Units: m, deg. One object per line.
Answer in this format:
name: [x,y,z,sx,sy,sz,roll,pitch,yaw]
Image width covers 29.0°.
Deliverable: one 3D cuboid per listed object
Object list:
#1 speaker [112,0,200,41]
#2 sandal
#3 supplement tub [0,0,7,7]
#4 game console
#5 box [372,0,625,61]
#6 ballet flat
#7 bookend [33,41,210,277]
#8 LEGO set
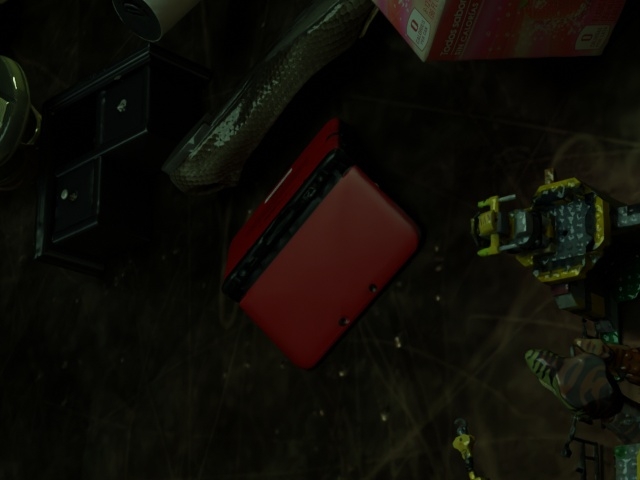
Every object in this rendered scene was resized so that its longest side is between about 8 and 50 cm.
speaker: [-0.113,-0.230,1.049,0.055,0.055,0.136,8,48,46]
sandal: [-0.309,-0.100,1.205,0.303,0.086,0.120,-9,62,70]
supplement tub: [-0.506,-0.278,1.377,0.331,0.241,0.241,-35,53,31]
game console: [0.000,0.000,0.927,0.144,0.085,0.124,-50,16,20]
box: [0.124,-0.271,0.726,0.154,0.142,0.300,58,143,41]
ballet flat: [-0.028,-0.122,0.976,0.250,0.058,0.084,-44,13,18]
bookend: [-0.175,-0.067,1.086,0.156,0.072,0.157,-19,63,40]
LEGO set: [0.161,0.074,0.605,0.255,0.192,0.331,-4,72,45]
